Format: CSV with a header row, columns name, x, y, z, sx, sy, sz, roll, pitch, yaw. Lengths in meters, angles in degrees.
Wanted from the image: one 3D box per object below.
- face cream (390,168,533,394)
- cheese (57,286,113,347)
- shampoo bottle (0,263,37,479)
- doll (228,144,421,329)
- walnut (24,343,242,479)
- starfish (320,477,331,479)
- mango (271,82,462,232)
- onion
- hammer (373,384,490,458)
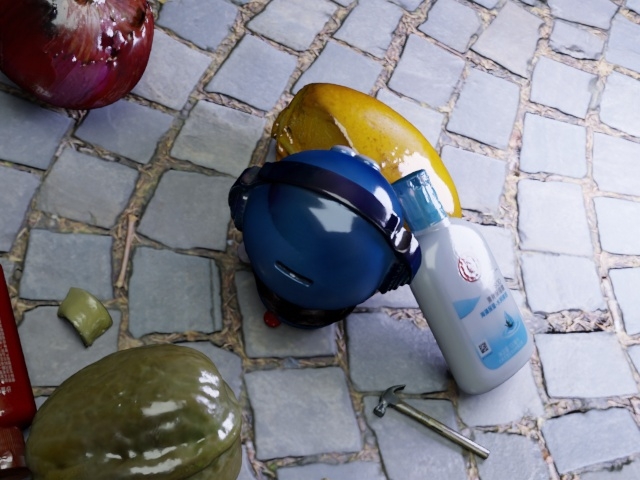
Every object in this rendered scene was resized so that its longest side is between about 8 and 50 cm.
name,x,y,z,sx,sy,sz,roll,pitch,yaw
face cream,0.201,0.054,1.643,0.163,0.080,0.336,-31,98,-38
cheese,-0.343,0.104,1.571,0.084,0.041,0.060,39,59,9
shampoo bottle,-0.456,0.174,1.477,0.118,0.076,0.314,-11,63,-22
doll,0.000,0.000,1.568,0.284,0.310,0.240,28,58,3
walnut,-0.235,0.251,1.401,0.283,0.227,0.283,-10,22,4
starfish,0.059,0.435,1.468,0.138,0.050,0.247,5,61,-14
mango,0.084,-0.114,1.741,0.350,0.201,0.199,33,86,-3
onion,-0.395,-0.333,1.717,0.276,0.276,0.276,7,57,-11
hammer,0.169,0.270,1.621,0.182,0.017,0.062,28,56,2
